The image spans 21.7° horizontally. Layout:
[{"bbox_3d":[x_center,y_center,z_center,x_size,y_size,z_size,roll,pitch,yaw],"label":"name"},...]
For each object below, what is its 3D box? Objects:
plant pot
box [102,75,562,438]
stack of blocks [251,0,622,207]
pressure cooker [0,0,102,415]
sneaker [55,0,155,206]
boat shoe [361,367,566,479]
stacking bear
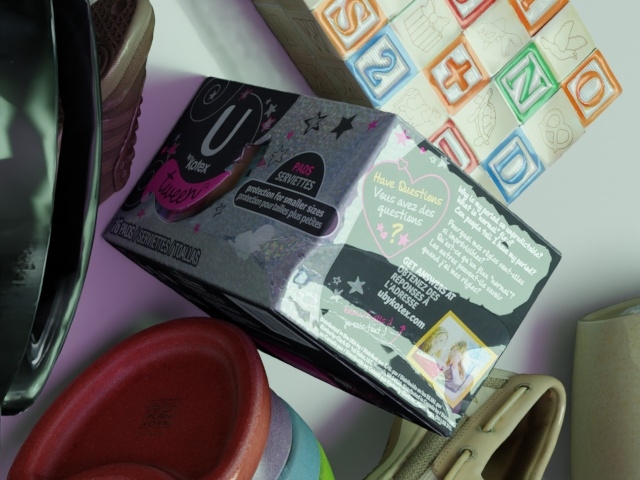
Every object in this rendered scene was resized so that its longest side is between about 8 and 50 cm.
[{"bbox_3d":[0.298,0.177,1.299,0.256,0.256,0.274,-16,90,-26],"label":"plant pot"},{"bbox_3d":[0.000,0.000,1.067,0.163,0.247,0.142,38,79,-30],"label":"box"},{"bbox_3d":[0.065,-0.166,1.163,0.171,0.087,0.297,-44,118,-15],"label":"stack of blocks"},{"bbox_3d":[-0.307,-0.066,0.817,0.420,0.375,0.370,1,131,-30],"label":"pressure cooker"},{"bbox_3d":[-0.151,-0.071,1.084,0.071,0.066,0.188,29,91,-48],"label":"sneaker"},{"bbox_3d":[0.087,0.204,1.141,0.341,0.110,0.122,-64,146,-45],"label":"boat shoe"},{"bbox_3d":[-0.053,0.206,1.138,0.289,0.175,0.164,62,36,-35],"label":"stacking bear"}]
